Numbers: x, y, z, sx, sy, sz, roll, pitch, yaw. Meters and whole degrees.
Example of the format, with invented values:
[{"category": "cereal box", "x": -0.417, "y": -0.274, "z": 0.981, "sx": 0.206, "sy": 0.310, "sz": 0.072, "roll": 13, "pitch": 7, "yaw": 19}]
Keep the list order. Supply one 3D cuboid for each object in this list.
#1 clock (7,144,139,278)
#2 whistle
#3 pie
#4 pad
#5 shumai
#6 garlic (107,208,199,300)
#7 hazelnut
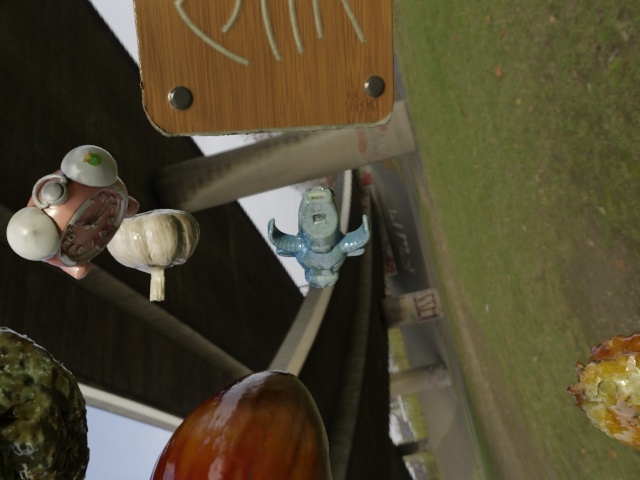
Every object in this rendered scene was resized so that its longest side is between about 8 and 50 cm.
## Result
[{"category": "clock", "x": -0.330, "y": -0.040, "z": 0.776, "sx": 0.093, "sy": 0.165, "sz": 0.162, "roll": 33, "pitch": 164, "yaw": 5}, {"category": "whistle", "x": 0.000, "y": 0.000, "z": 1.053, "sx": 0.269, "sy": 0.180, "sz": 0.093, "roll": 84, "pitch": -176, "yaw": -59}, {"category": "pie", "x": 0.397, "y": 0.145, "z": 0.557, "sx": 0.308, "sy": 0.309, "sz": 0.085, "roll": 63, "pitch": -152, "yaw": -57}, {"category": "pad", "x": -0.054, "y": -0.259, "z": 0.626, "sx": 0.018, "sy": 0.284, "sz": 0.286, "roll": -152, "pitch": 58, "yaw": -70}, {"category": "shumai", "x": -0.588, "y": 0.355, "z": 0.919, "sx": 0.348, "sy": 0.395, "sz": 0.394, "roll": -67, "pitch": -38, "yaw": -76}, {"category": "garlic", "x": -0.383, "y": 0.035, "z": 1.373, "sx": 0.218, "sy": 0.219, "sz": 0.211, "roll": -44, "pitch": -52, "yaw": -81}, {"category": "hazelnut", "x": -0.065, "y": 0.229, "z": 0.550, "sx": 0.181, "sy": 0.181, "sz": 0.212, "roll": 48, "pitch": 137, "yaw": 29}]
